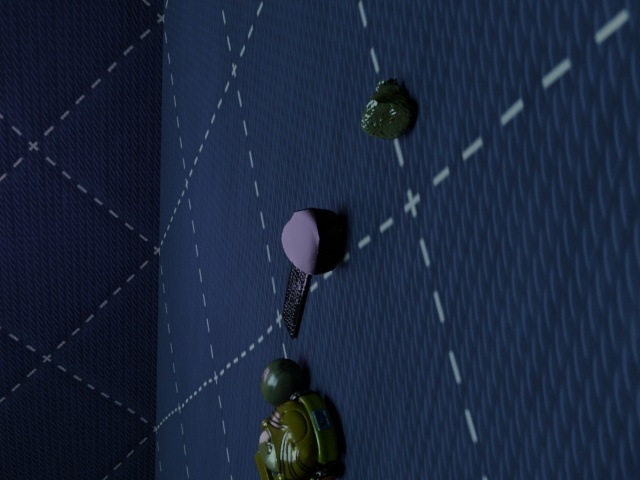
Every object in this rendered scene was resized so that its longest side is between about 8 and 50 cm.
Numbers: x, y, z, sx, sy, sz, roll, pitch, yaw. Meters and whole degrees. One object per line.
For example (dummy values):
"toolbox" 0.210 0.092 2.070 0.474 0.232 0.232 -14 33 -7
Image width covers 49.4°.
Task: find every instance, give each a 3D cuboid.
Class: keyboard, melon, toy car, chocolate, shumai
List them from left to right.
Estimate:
"melon" -0.086 0.319 1.554 0.098 0.098 0.131 -115 32 -40
"toy car" -0.059 0.434 1.451 0.248 0.142 0.200 107 149 -43
"keyboard" -0.053 0.104 1.547 0.087 0.017 0.251 -122 35 -45
"chocolate" 0.000 0.000 1.334 0.125 0.080 0.149 63 143 20
"shumai" 0.106 -0.206 1.088 0.083 0.082 0.080 -34 20 32
